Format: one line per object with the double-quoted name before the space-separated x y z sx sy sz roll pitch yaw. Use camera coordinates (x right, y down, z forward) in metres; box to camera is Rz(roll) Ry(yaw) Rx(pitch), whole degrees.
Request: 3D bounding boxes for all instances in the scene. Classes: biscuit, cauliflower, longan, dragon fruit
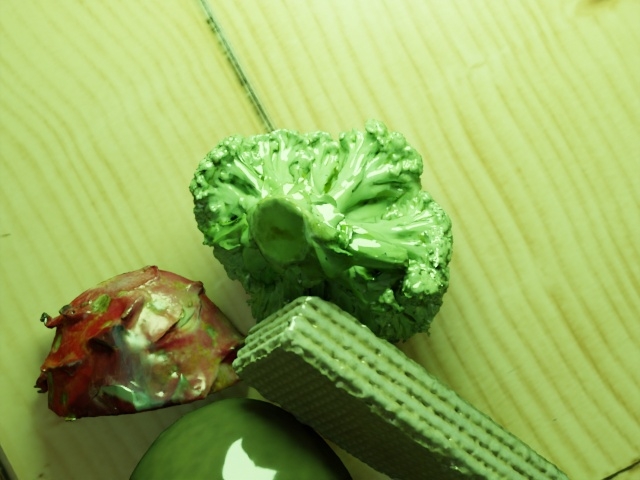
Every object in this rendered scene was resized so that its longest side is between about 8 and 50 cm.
"biscuit" 0.109 0.214 1.257 0.426 0.144 0.078 36 55 -12
"cauliflower" 0.000 0.000 1.263 0.275 0.250 0.272 -14 88 13
"longan" -0.083 0.347 1.276 0.289 0.288 0.350 -9 86 9
"dragon fruit" -0.228 0.115 1.362 0.274 0.126 0.161 -9 92 8
